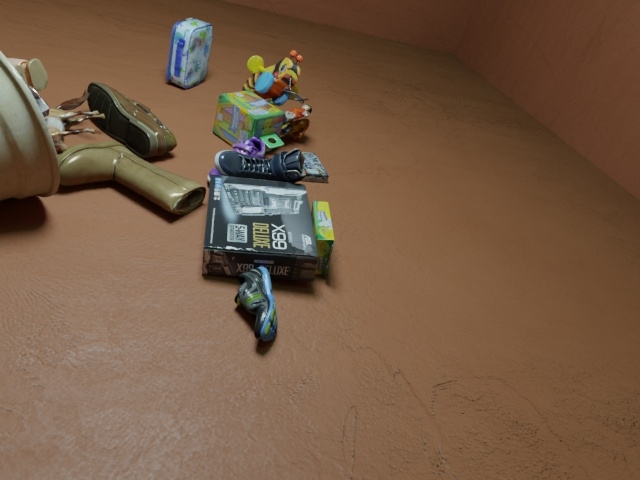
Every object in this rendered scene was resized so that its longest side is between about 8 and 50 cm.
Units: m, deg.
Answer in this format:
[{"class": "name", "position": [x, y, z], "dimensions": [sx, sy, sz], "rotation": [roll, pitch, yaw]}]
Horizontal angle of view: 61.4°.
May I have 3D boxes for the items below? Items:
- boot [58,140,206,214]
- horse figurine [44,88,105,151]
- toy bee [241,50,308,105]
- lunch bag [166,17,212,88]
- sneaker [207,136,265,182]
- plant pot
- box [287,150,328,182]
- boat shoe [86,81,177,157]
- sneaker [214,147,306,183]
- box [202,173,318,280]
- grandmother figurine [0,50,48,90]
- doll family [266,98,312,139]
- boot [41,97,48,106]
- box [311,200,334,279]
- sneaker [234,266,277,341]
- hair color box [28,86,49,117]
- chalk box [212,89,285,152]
[{"class": "boot", "position": [-0.440, -0.138, 1.254], "dimensions": [0.269, 0.089, 0.236], "rotation": [29, 35, 12]}, {"class": "horse figurine", "position": [-0.654, -0.289, 1.372], "dimensions": [0.174, 0.066, 0.263], "rotation": [-4, 45, -6]}, {"class": "toy bee", "position": [-0.119, -0.508, 1.693], "dimensions": [0.298, 0.162, 0.195], "rotation": [21, -7, 28]}, {"class": "lunch bag", "position": [-0.456, -0.650, 1.869], "dimensions": [0.090, 0.219, 0.176], "rotation": [22, 34, 6]}, {"class": "sneaker", "position": [-0.220, -0.217, 1.464], "dimensions": [0.095, 0.105, 0.236], "rotation": [28, 35, 11]}, {"class": "plant pot", "position": [-0.721, -0.174, 0.993], "dimensions": [0.333, 0.334, 0.305], "rotation": [35, 47, 22]}, {"class": "box", "position": [-0.041, -0.225, 1.634], "dimensions": [0.093, 0.027, 0.137], "rotation": [0, 38, -25]}, {"class": "boat shoe", "position": [-0.522, -0.329, 1.486], "dimensions": [0.307, 0.111, 0.104], "rotation": [44, 35, 18]}, {"class": "sneaker", "position": [-0.139, -0.194, 1.363], "dimensions": [0.226, 0.163, 0.086], "rotation": [14, 68, -46]}, {"class": "box", "position": [-0.143, -0.035, 1.247], "dimensions": [0.242, 0.077, 0.308], "rotation": [5, 35, -11]}, {"class": "grandmother figurine", "position": [-0.823, -0.393, 1.226], "dimensions": [0.342, 0.104, 0.208], "rotation": [13, 24, 9]}, {"class": "doll family", "position": [-0.133, -0.394, 1.784], "dimensions": [0.262, 0.119, 0.163], "rotation": [21, 35, 37]}, {"class": "boot", "position": [-0.806, -0.373, 1.384], "dimensions": [0.197, 0.073, 0.152], "rotation": [25, 3, -24]}, {"class": "box", "position": [0.000, 0.000, 1.256], "dimensions": [0.043, 0.105, 0.179], "rotation": [3, 36, -10]}, {"class": "sneaker", "position": [-0.128, 0.128, 1.058], "dimensions": [0.078, 0.067, 0.188], "rotation": [-11, 40, -7]}, {"class": "hair color box", "position": [-0.750, -0.308, 1.283], "dimensions": [0.167, 0.053, 0.093], "rotation": [-39, 102, -27]}, {"class": "chalk box", "position": [-0.202, -0.346, 1.635], "dimensions": [0.213, 0.132, 0.132], "rotation": [35, 37, 24]}]
